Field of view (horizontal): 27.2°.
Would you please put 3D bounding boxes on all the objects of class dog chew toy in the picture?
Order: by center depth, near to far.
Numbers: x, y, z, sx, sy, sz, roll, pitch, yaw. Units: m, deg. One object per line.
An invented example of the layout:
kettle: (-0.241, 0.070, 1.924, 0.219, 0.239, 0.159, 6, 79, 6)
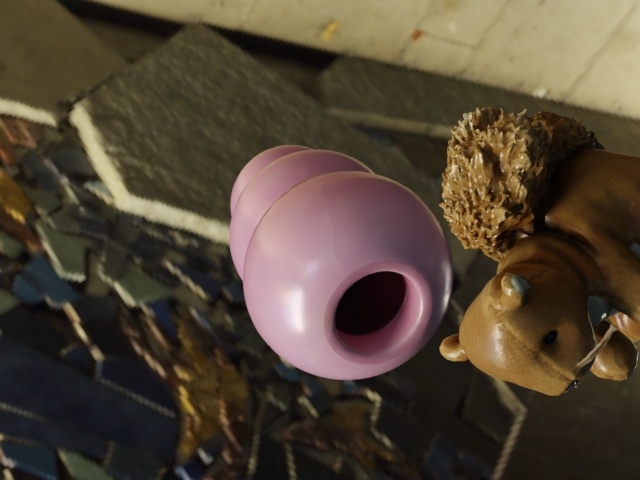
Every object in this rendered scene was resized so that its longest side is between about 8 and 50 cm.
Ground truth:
dog chew toy: (0.000, 0.000, 1.353, 0.207, 0.332, 0.206, -9, 117, -17)

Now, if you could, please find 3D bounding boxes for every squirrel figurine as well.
squirrel figurine: (0.288, 0.016, 1.732, 0.370, 0.397, 0.281, -32, 170, -35)
